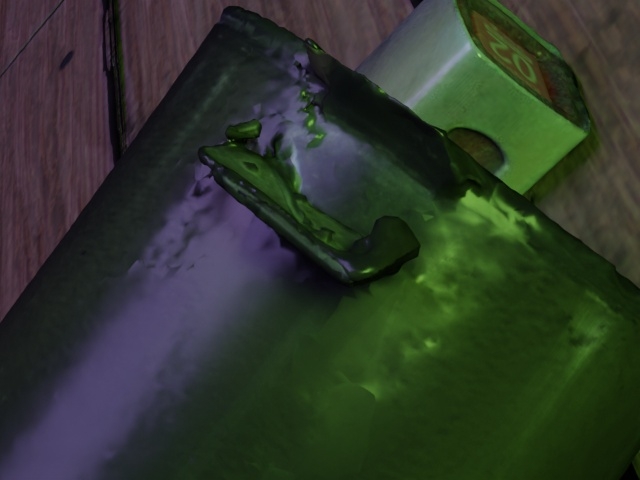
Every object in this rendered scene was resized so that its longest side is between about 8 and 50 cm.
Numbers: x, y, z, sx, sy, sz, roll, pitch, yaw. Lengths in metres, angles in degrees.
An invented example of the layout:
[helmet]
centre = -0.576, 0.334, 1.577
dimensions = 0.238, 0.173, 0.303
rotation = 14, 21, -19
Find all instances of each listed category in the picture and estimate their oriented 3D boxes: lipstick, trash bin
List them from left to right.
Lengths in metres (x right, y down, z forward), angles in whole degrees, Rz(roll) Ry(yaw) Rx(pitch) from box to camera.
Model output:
[trash bin]
centre = -0.038, 0.100, 0.561
dimensions = 0.301, 0.203, 0.252
rotation = -55, -17, 1
[lipstick]
centre = 0.000, 0.000, 0.743
dimensions = 0.253, 0.079, 0.077
rotation = -43, 28, 24
